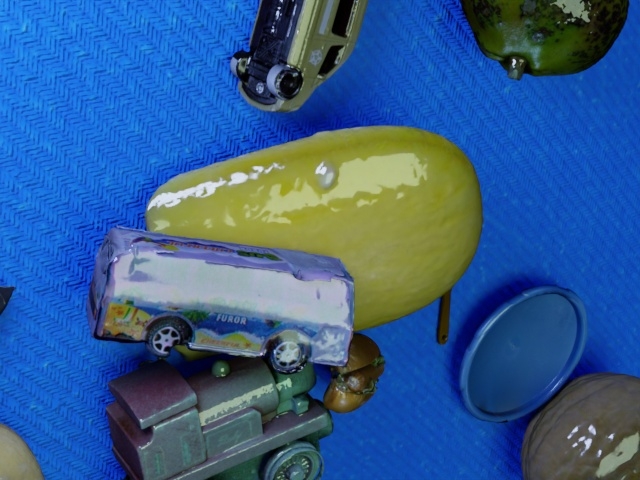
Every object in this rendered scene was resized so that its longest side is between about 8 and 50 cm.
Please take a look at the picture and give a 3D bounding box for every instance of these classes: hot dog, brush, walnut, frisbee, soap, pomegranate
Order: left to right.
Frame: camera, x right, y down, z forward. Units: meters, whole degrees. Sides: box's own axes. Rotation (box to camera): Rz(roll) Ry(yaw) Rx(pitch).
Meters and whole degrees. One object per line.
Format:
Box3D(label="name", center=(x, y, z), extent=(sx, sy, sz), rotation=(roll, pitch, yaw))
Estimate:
Box3D(label="soap", center=(-0.001, -0.001, 1.777), extent=(0.427, 0.115, 0.306), rotation=(-11, 122, -9))
Box3D(label="hot dog", center=(0.048, 0.174, 1.854), extent=(0.068, 0.249, 0.100), rotation=(6, 91, 7))
Box3D(label="brush", center=(0.182, 0.075, 2.023), extent=(0.043, 0.014, 0.170), rotation=(-11, 117, -29))
Box3D(label="frisbee", center=(0.301, 0.167, 2.126), extent=(0.242, 0.045, 0.242), rotation=(-19, 127, -27))
Box3D(label="pomegranate", center=(0.280, -0.344, 1.812), extent=(0.204, 0.276, 0.222), rotation=(-20, 154, 18))
Box3D(label="walnut", center=(0.429, 0.325, 2.185), extent=(0.261, 0.225, 0.225), rotation=(-42, 129, -1))

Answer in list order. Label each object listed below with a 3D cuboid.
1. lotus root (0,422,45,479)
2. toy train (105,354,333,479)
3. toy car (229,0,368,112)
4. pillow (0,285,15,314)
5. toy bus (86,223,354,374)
Box3D(label="lotus root", center=(-0.393, 0.314, 1.655), extent=(0.146, 0.131, 0.303), rotation=(-28, 124, -22))
Box3D(label="toy train", center=(-0.123, 0.239, 1.793), extent=(0.304, 0.150, 0.221), rotation=(-21, 125, -24))
Box3D(label="toy car", center=(-0.011, -0.275, 1.673), extent=(0.124, 0.101, 0.256), rotation=(6, 106, -40))
Box3D(label="pillow", center=(-0.419, 0.098, 1.593), extent=(0.090, 0.048, 0.150), rotation=(31, 95, -32))
Box3D(label="toy bus", center=(-0.111, 0.069, 1.663), extent=(0.317, 0.112, 0.138), rotation=(7, 112, -20))
